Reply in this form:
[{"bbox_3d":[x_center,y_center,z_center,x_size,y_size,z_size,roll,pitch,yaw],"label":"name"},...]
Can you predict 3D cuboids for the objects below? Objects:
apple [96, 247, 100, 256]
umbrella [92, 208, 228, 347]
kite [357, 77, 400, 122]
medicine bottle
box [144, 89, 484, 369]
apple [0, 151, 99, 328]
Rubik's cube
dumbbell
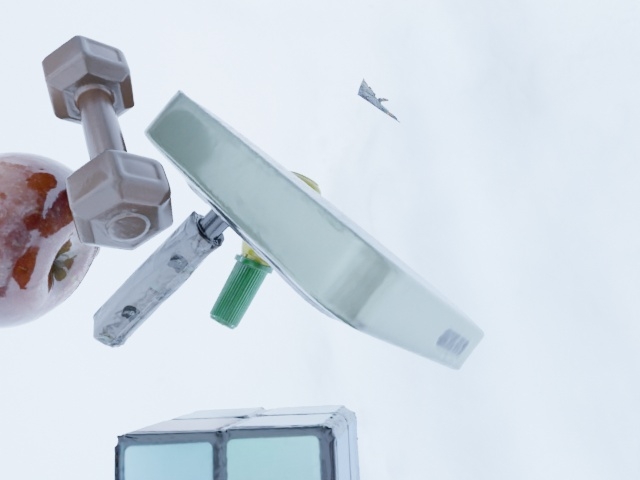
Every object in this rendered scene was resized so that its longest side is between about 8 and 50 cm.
[{"bbox_3d":[-0.529,0.016,1.258,0.084,0.084,0.071,40,92,31],"label":"apple"},{"bbox_3d":[-0.256,0.054,0.932,0.337,0.067,0.073,-43,55,18],"label":"umbrella"},{"bbox_3d":[0.094,-0.245,0.992,0.122,0.090,0.004,54,126,22],"label":"kite"},{"bbox_3d":[-0.106,0.014,1.033,0.111,0.076,0.309,19,72,32],"label":"medicine bottle"},{"bbox_3d":[0.000,0.000,0.691,0.373,0.367,0.090,40,93,35],"label":"box"},{"bbox_3d":[-0.345,-0.004,0.628,0.162,0.201,0.201,26,93,4],"label":"apple"},{"bbox_3d":[-0.058,0.243,0.493,0.180,0.167,0.184,-3,78,8],"label":"Rubik's cube"},{"bbox_3d":[-0.203,-0.095,0.536,0.082,0.092,0.231,-50,51,31],"label":"dumbbell"}]
